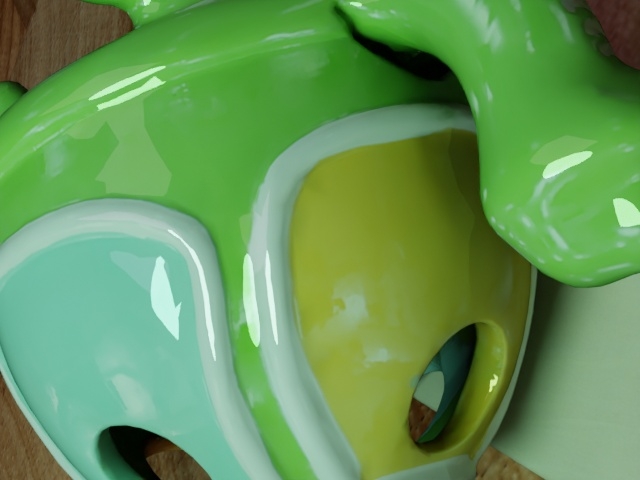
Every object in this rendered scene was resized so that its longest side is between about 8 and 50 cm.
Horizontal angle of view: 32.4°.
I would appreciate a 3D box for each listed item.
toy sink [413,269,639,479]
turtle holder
[{"bbox_3d":[0.146,0.031,0.550,0.234,0.131,0.152,23,101,59],"label":"toy sink"},{"bbox_3d":[0.002,0.005,0.482,0.320,0.243,0.227,-20,75,18],"label":"turtle holder"}]
